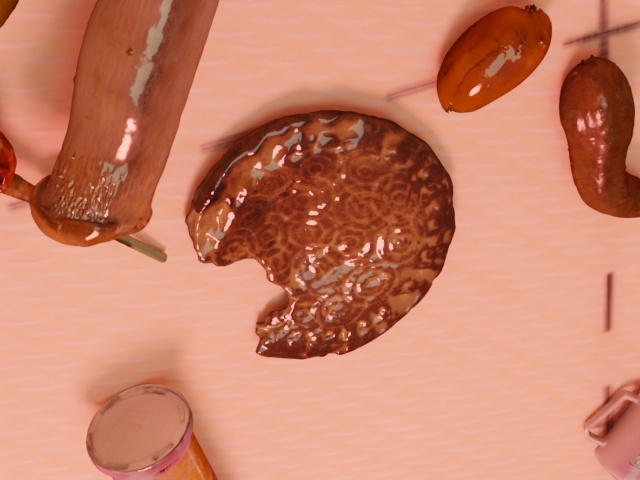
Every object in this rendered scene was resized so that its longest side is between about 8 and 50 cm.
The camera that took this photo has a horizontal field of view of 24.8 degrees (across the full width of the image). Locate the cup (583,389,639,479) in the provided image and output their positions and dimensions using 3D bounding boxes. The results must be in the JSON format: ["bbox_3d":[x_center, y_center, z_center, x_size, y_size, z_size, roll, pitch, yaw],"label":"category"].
[{"bbox_3d":[0.366,0.221,1.708,0.104,0.074,0.116,25,113,-4],"label":"cup"}]

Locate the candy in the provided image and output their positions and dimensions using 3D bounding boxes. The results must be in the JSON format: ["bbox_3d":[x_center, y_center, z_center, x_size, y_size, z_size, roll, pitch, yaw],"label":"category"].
[{"bbox_3d":[-0.232,-0.030,1.259,0.078,0.084,0.288,-48,136,12],"label":"candy"}]

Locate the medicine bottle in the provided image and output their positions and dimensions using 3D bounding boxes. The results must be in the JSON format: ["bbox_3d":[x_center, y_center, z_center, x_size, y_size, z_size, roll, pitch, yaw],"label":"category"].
[{"bbox_3d":[-0.122,0.325,1.559,0.108,0.108,0.426,-24,133,-3],"label":"medicine bottle"}]

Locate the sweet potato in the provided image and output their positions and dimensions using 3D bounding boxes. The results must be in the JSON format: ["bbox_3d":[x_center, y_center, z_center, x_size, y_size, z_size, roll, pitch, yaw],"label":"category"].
[{"bbox_3d":[0.283,-0.084,1.434,0.081,0.062,0.233,-29,134,-1],"label":"sweet potato"}]

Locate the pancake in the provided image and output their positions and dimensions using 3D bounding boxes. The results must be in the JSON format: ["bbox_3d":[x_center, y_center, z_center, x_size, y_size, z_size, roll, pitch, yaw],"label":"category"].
[{"bbox_3d":[0.000,0.000,1.400,0.288,0.033,0.286,12,122,-29],"label":"pancake"}]

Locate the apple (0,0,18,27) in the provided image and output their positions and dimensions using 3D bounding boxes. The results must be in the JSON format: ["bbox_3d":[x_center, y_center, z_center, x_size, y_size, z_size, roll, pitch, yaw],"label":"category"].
[{"bbox_3d":[-0.294,-0.214,1.027,0.197,0.157,0.196,-7,121,-11],"label":"apple"}]

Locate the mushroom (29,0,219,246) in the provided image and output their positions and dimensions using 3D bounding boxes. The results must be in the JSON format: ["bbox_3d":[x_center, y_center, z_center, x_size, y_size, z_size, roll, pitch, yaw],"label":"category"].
[{"bbox_3d":[-0.134,-0.155,1.158,0.123,0.095,0.351,3,119,-53],"label":"mushroom"}]

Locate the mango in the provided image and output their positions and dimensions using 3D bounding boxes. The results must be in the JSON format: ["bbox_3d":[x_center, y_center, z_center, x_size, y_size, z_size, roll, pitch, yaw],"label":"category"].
[{"bbox_3d":[0.156,-0.162,1.317,0.127,0.063,0.077,-40,139,12],"label":"mango"}]
